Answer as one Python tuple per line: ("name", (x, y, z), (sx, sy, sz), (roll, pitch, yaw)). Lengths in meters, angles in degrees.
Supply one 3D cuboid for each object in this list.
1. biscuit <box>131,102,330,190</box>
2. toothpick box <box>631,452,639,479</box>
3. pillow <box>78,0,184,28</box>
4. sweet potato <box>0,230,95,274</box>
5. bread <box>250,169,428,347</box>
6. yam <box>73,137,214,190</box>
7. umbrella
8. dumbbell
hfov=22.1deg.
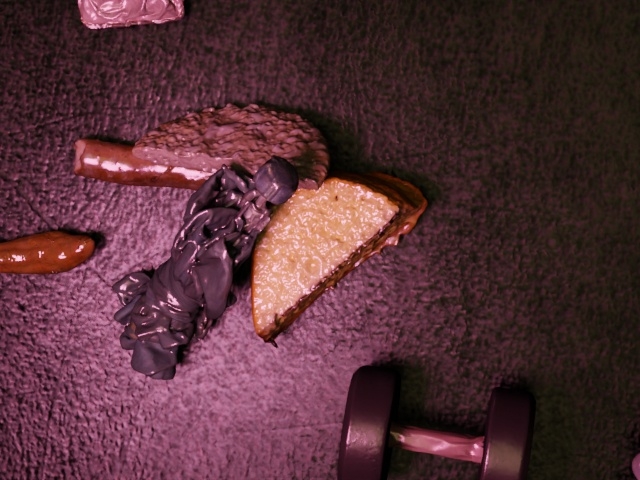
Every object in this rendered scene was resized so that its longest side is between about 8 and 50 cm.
("biscuit", (-0.088, -0.119, 1.931), (0.250, 0.133, 0.032), (11, 132, 25))
("toothpick box", (0.476, 0.252, 1.847), (0.229, 0.229, 0.316), (20, 98, 5))
("pillow", (-0.238, -0.383, 1.972), (0.135, 0.049, 0.248), (-4, 90, 11))
("sweet potato", (-0.360, 0.017, 2.004), (0.182, 0.054, 0.053), (-5, 126, 5))
("bread", (-0.010, -0.003, 1.928), (0.260, 0.129, 0.134), (-43, 80, 7))
("yam", (-0.184, -0.087, 1.978), (0.241, 0.057, 0.056), (8, 94, 6))
("umbrella", (-0.138, 0.023, 1.888), (0.349, 0.094, 0.143), (-47, 67, 40))
("dumbbell", (0.136, 0.234, 1.911), (0.218, 0.152, 0.152), (9, 94, 6))
